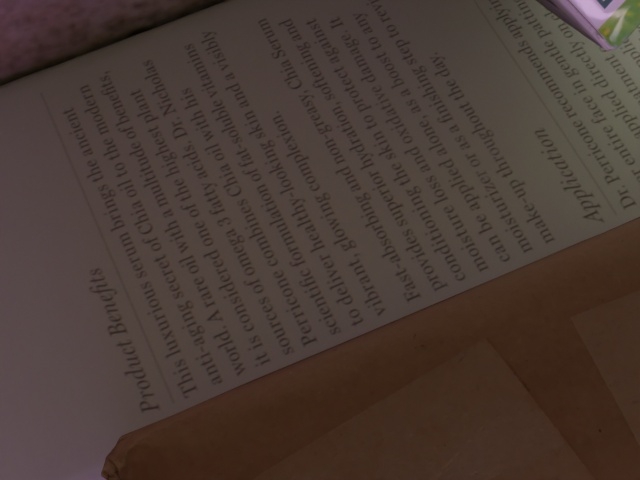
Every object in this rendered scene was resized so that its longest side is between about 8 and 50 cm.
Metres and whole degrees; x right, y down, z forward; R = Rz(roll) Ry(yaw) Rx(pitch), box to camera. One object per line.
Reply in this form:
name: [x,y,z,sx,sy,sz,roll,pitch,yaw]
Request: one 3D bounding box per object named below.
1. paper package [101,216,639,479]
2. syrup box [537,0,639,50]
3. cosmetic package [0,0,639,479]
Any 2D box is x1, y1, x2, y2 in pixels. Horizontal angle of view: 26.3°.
paper package: [0.096,0.149,0.637,0.325,0.168,0.309,-23,153,-11]
syrup box: [0.159,-0.210,0.588,0.237,0.096,0.093,-47,123,8]
cosmetic package: [0.000,0.000,0.722,0.453,0.230,0.161,-22,151,-10]
